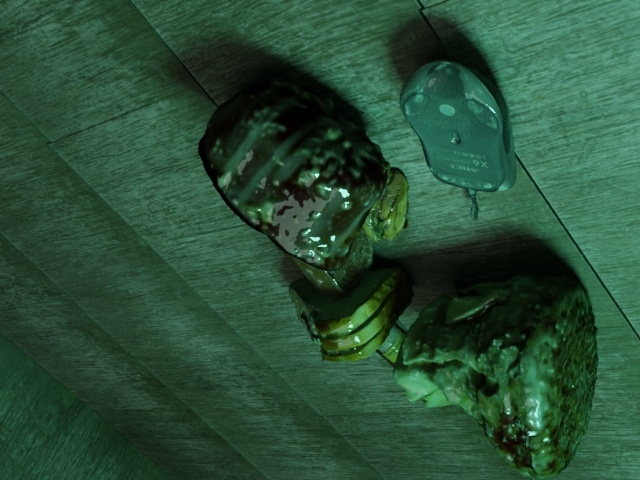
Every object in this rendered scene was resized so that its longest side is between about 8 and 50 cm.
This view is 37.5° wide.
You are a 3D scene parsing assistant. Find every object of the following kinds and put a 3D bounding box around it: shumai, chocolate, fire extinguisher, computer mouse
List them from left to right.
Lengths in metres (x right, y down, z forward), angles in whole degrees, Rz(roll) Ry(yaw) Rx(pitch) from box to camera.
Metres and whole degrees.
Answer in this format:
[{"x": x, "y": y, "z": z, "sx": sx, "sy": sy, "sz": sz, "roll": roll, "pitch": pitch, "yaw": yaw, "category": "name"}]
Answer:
[{"x": -0.031, "y": -0.137, "z": 1.594, "sx": 0.340, "sy": 0.225, "sz": 0.210, "roll": 43, "pitch": 128, "yaw": 8, "category": "chocolate"}, {"x": 0.000, "y": 0.000, "z": 1.825, "sx": 0.093, "sy": 0.148, "sz": 0.214, "roll": -6, "pitch": 132, "yaw": 46, "category": "chocolate"}, {"x": 0.109, "y": 0.198, "z": 2.071, "sx": 0.252, "sy": 0.075, "sz": 0.106, "roll": 41, "pitch": 144, "yaw": -20, "category": "fire extinguisher"}, {"x": 0.235, "y": -0.161, "z": 1.514, "sx": 0.167, "sy": 0.090, "sz": 0.379, "roll": 16, "pitch": 151, "yaw": 25, "category": "computer mouse"}, {"x": 0.312, "y": 0.230, "z": 1.738, "sx": 0.348, "sy": 0.395, "sz": 0.395, "roll": 5, "pitch": 140, "yaw": 25, "category": "shumai"}]

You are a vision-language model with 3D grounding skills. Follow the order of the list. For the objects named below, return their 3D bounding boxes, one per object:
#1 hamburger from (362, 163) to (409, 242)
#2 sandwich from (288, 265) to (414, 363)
[{"x": 0.102, "y": -0.052, "z": 1.729, "sx": 0.087, "sy": 0.102, "sz": 0.176, "roll": 28, "pitch": 148, "yaw": 21, "category": "hamburger"}, {"x": 0.021, "y": 0.145, "z": 1.894, "sx": 0.288, "sy": 0.254, "sz": 0.099, "roll": -7, "pitch": 114, "yaw": 35, "category": "sandwich"}]
